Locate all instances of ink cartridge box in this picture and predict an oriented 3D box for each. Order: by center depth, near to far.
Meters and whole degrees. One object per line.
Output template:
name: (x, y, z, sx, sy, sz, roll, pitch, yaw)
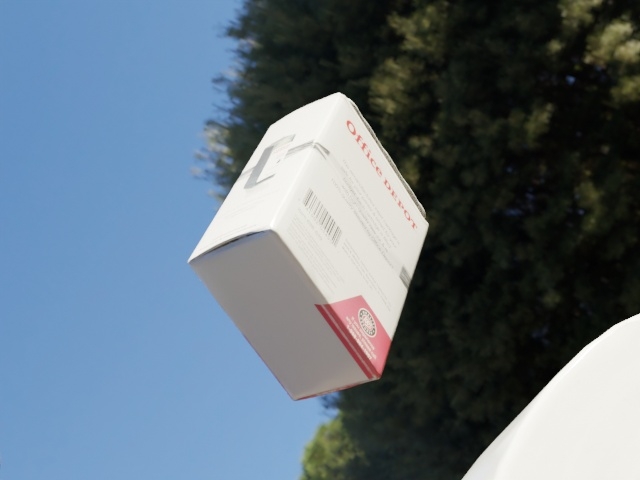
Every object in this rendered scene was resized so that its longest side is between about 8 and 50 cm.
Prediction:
ink cartridge box: (0.000, 0.000, 0.905, 0.158, 0.092, 0.218, 55, -146, -22)

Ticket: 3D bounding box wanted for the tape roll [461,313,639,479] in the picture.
tape roll: (0.174, 0.162, 0.380, 0.286, 0.286, 0.100, -43, -14, -28)
